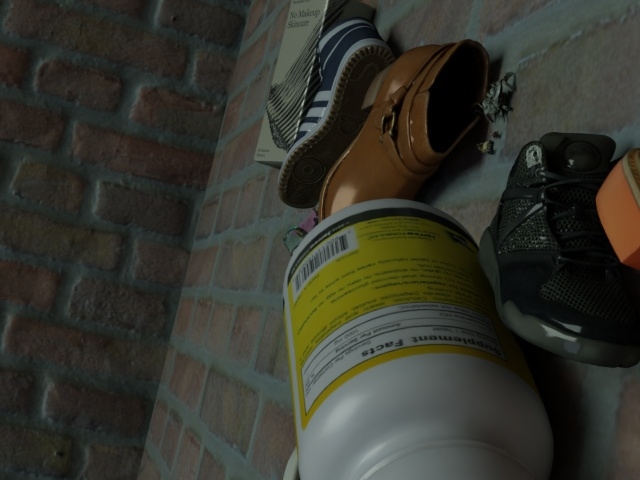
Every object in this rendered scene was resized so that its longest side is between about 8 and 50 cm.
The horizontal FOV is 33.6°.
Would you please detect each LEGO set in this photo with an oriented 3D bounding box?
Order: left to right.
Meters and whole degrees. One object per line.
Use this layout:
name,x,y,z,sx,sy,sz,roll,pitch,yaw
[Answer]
LEGO set,0.167,-0.126,1.039,0.054,0.023,0.083,164,120,-74

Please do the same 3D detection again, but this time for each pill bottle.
pill bottle,0.071,0.123,0.828,0.334,0.187,0.188,-99,27,-58

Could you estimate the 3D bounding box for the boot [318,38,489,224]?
boot,0.096,-0.078,1.151,0.284,0.109,0.220,-70,17,-6

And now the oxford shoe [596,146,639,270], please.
oxford shoe,0.226,0.013,0.470,0.133,0.129,0.364,-62,19,26

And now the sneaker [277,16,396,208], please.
sneaker,0.016,-0.188,1.528,0.282,0.099,0.153,-60,25,29

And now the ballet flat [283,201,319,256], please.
ballet flat,0.000,0.000,1.492,0.221,0.076,0.079,138,124,-65

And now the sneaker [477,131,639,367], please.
sneaker,0.175,-0.003,0.753,0.227,0.087,0.130,-97,18,-68

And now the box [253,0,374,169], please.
box,-0.011,-0.242,1.647,0.113,0.094,0.275,6,82,53

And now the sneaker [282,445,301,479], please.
sneaker,-0.007,0.352,1.023,0.148,0.131,0.350,130,151,-52
